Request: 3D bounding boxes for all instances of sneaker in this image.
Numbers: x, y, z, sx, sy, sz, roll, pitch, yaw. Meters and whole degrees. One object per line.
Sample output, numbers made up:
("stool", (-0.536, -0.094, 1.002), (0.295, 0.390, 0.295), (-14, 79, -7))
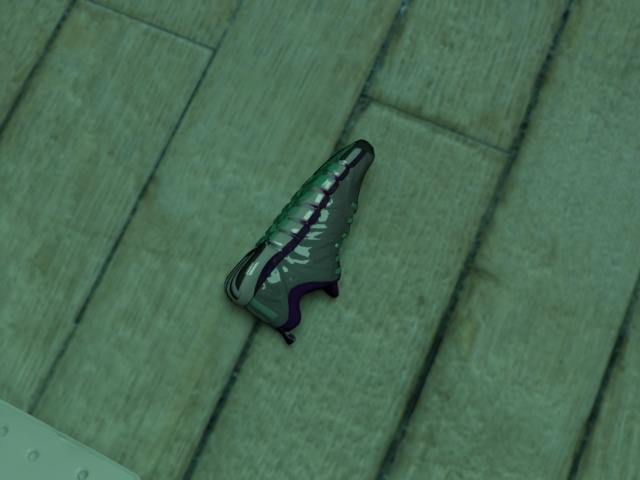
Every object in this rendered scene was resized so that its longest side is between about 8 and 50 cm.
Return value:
("sneaker", (0.000, 0.000, 1.688), (0.098, 0.083, 0.224), (43, 73, -9))

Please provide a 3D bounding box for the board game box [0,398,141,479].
("board game box", (-0.410, 0.301, 1.469), (0.390, 0.050, 0.390), (24, 65, 25))
